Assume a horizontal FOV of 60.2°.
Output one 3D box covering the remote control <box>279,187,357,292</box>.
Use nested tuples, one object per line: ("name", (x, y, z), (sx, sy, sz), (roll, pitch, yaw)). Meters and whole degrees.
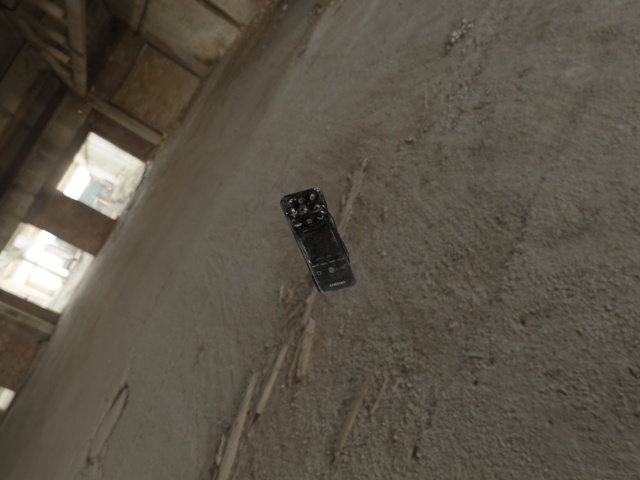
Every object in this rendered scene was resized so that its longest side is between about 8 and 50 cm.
("remote control", (0.000, 0.000, 0.462), (0.039, 0.096, 0.014), (-15, 26, 19))
